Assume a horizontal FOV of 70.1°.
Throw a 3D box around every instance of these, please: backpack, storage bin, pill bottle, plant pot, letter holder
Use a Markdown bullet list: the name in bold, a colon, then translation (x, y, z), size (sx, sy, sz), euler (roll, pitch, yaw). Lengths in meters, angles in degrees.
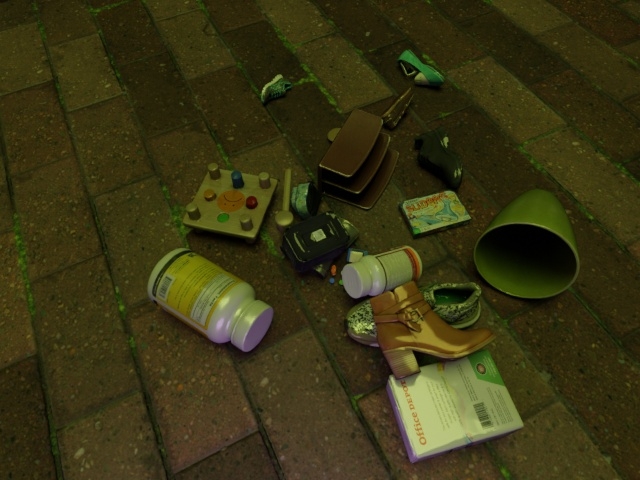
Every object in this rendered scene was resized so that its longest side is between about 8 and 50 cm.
- **backpack**: translation (-0.052, -0.128, 1.540), size (0.084, 0.105, 0.114), euler (-7, 55, 24)
- **storage bin**: translation (-0.015, 0.002, 1.388), size (0.180, 0.084, 0.122), euler (-24, 70, -19)
- **pill bottle**: translation (0.181, 0.093, 1.342), size (0.221, 0.121, 0.121), euler (-14, 56, -29)
- **plant pot**: translation (0.638, -0.023, 1.378), size (0.275, 0.275, 0.293), euler (24, 46, 16)
- **letter holder**: translation (0.149, -0.283, 1.603), size (0.214, 0.152, 0.302), euler (22, 61, 13)
- **pill bottle**: translation (-0.309, 0.172, 1.305), size (0.334, 0.188, 0.188), euler (28, 63, 17)

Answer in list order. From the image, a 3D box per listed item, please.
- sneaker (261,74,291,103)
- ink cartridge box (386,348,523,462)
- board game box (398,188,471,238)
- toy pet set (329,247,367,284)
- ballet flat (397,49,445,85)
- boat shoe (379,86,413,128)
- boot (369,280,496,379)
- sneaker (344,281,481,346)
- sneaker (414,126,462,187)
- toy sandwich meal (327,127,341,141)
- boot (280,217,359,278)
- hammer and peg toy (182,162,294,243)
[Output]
- **sneaker**: translation (-0.181, -0.618, 1.878), size (0.076, 0.065, 0.166), euler (29, 64, 14)
- **ink cartridge box**: translation (0.330, 0.422, 1.166), size (0.278, 0.117, 0.201), euler (-13, 58, -6)
- **board game box**: translation (0.383, -0.092, 1.539), size (0.201, 0.035, 0.136), euler (-16, 59, -8)
- **toy pet set**: translation (0.101, 0.084, 1.437), size (0.122, 0.065, 0.114), euler (9, 93, 11)
- **ballet flat**: translation (0.411, -0.703, 1.912), size (0.087, 0.083, 0.247), euler (-41, 62, 5)
- **boat shoe**: translation (0.310, -0.520, 1.801), size (0.073, 0.073, 0.207), euler (46, 68, -15)
- **boot**: translation (0.278, 0.207, 1.165), size (0.283, 0.109, 0.220), euler (-20, 70, 5)
- **sneaker**: translation (0.265, 0.179, 1.284), size (0.410, 0.182, 0.158), euler (-12, 58, -5)
- **sneaker**: translation (0.420, -0.285, 1.634), size (0.130, 0.109, 0.286), euler (-14, 49, 1)
- **toy sandwich meal**: translation (0.068, -0.396, 1.748), size (0.086, 0.029, 0.085), euler (-3, 54, 4)
- **boot**: translation (-0.001, 0.000, 1.471), size (0.190, 0.076, 0.208), euler (32, 70, 4)
- **hammer and peg toy**: translation (-0.243, -0.121, 1.525), size (0.361, 0.127, 0.266), euler (11, 57, 8)
